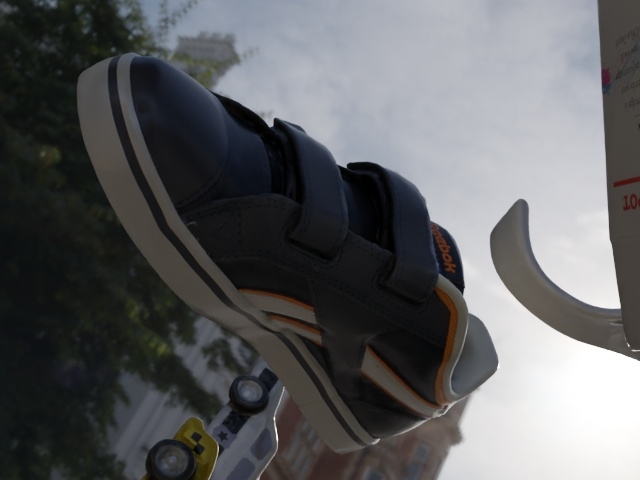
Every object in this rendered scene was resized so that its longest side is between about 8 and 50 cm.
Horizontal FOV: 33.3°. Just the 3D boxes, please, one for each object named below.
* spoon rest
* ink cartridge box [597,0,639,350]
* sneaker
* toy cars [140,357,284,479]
[{"bbox_3d":[0.267,0.056,0.858,0.276,0.084,0.137,20,-36,-7],"label":"spoon rest"},{"bbox_3d":[0.147,-0.059,0.367,0.067,0.198,0.115,-2,-1,-5],"label":"ink cartridge box"},{"bbox_3d":[0.000,0.000,0.592,0.127,0.126,0.321,-24,-43,13],"label":"sneaker"},{"bbox_3d":[-0.099,0.213,0.853,0.087,0.176,0.394,35,11,6],"label":"toy cars"}]
